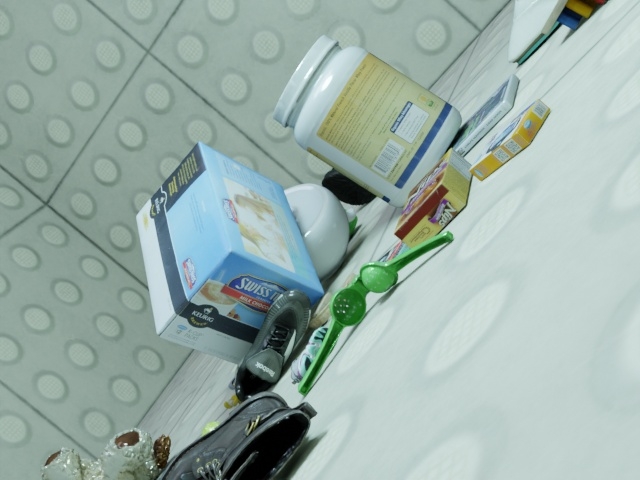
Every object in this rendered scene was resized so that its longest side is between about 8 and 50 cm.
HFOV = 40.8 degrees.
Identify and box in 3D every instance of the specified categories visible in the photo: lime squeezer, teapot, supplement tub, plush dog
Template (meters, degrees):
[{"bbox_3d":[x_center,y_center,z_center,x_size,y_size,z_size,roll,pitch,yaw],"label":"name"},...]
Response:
[{"bbox_3d":[0.063,0.078,1.217,0.310,0.059,0.110,-47,5,15],"label":"lime squeezer"},{"bbox_3d":[-0.034,0.017,1.878,0.256,0.187,0.252,-31,34,7],"label":"teapot"},{"bbox_3d":[0.089,-0.234,1.675,0.228,0.316,0.228,-57,0,0],"label":"supplement tub"},{"bbox_3d":[-0.436,0.517,1.874,0.262,0.211,0.225,-19,-1,16],"label":"plush dog"}]

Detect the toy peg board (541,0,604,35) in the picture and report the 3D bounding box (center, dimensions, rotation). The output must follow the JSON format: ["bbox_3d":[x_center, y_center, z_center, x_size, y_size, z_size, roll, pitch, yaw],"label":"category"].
[{"bbox_3d":[0.476,-0.444,1.502,0.161,0.079,0.161,-52,-10,-37],"label":"toy peg board"}]

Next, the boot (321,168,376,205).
[{"bbox_3d":[0.164,-0.245,2.300,0.348,0.131,0.260,-23,32,56],"label":"boot"}]

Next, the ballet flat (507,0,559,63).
[{"bbox_3d":[0.479,-0.528,1.690,0.400,0.139,0.139,-47,6,34],"label":"ballet flat"}]

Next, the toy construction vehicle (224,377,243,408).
[{"bbox_3d":[-0.143,0.284,1.658,0.098,0.035,0.086,-54,17,-22],"label":"toy construction vehicle"}]

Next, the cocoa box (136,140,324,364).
[{"bbox_3d":[-0.183,0.024,1.653,0.228,0.231,0.347,-47,39,21],"label":"cocoa box"}]

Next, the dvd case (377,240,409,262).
[{"bbox_3d":[0.103,0.042,1.381,0.119,0.013,0.087,-43,8,47],"label":"dvd case"}]

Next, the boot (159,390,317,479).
[{"bbox_3d":[-0.116,0.282,1.049,0.263,0.091,0.229,-48,4,-7],"label":"boot"}]

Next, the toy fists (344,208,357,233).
[{"bbox_3d":[0.000,0.000,2.155,0.142,0.096,0.279,-51,4,-30],"label":"toy fists"}]

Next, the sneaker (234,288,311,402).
[{"bbox_3d":[-0.085,0.194,1.502,0.234,0.078,0.106,-58,8,21],"label":"sneaker"}]

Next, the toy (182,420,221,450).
[{"bbox_3d":[-0.190,0.346,1.425,0.137,0.056,0.237,-54,6,-30],"label":"toy"}]

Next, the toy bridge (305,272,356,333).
[{"bbox_3d":[0.009,0.122,1.530,0.188,0.026,0.063,-44,10,47],"label":"toy bridge"}]

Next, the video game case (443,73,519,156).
[{"bbox_3d":[0.296,-0.220,1.600,0.173,0.022,0.190,-47,5,29],"label":"video game case"}]

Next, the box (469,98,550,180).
[{"bbox_3d":[0.265,-0.139,1.232,0.081,0.028,0.136,-53,8,-33],"label":"box"}]

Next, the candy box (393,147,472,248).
[{"bbox_3d":[0.175,-0.064,1.319,0.109,0.053,0.187,-48,4,25],"label":"candy box"}]

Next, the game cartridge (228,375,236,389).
[{"bbox_3d":[-0.173,0.294,1.916,0.083,0.017,0.056,-52,2,-26],"label":"game cartridge"}]

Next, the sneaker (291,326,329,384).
[{"bbox_3d":[-0.019,0.176,1.294,0.069,0.038,0.098,-44,7,45],"label":"sneaker"}]
